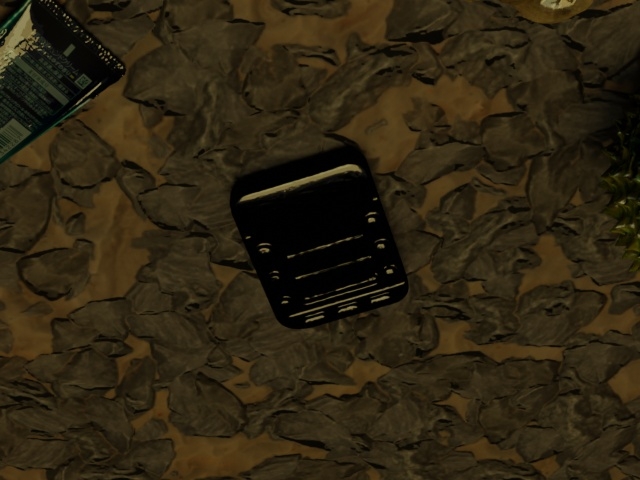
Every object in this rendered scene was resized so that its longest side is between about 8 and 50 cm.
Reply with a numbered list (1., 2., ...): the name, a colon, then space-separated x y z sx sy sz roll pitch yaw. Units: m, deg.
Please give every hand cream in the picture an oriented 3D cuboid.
1. hand cream: -0.316 -0.112 1.380 0.270 0.061 0.120 -35 128 16

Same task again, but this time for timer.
1. timer: 0.000 0.000 1.516 0.144 0.055 0.187 -17 127 5

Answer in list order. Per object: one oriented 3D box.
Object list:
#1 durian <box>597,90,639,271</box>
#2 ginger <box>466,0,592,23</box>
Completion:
1. durian: 0.380 -0.056 1.378 0.224 0.291 0.291 16 127 -24
2. ginger: 0.213 -0.269 1.301 0.133 0.059 0.214 21 127 -28
